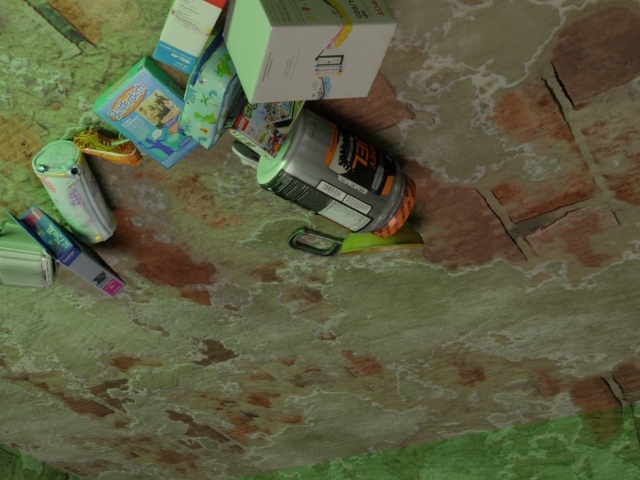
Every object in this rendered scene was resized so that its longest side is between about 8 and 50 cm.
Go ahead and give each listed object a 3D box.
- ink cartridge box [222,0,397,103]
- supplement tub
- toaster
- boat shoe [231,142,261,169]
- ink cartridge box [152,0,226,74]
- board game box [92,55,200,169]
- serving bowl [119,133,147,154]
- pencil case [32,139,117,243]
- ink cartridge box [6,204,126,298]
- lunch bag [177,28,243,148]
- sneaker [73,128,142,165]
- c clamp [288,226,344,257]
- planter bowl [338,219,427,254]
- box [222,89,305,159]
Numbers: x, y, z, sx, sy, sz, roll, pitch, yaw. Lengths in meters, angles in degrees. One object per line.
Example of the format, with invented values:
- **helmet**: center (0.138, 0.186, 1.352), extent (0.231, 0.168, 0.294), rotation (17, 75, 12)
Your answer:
- **ink cartridge box**: center (-0.023, -0.358, 1.199), extent (0.232, 0.171, 0.168), rotation (-9, 149, -25)
- **supplement tub**: center (0.039, -0.137, 1.511), extent (0.316, 0.194, 0.193), rotation (26, 137, -24)
- **toaster**: center (-0.786, 0.037, 1.876), extent (0.146, 0.129, 0.227), rotation (8, 139, -10)
- **boat shoe**: center (-0.166, -0.187, 1.599), extent (0.100, 0.035, 0.035), rotation (26, 135, -33)
- **ink cartridge box**: center (-0.211, -0.425, 1.227), extent (0.078, 0.134, 0.231), rotation (22, 139, -19)
- **board game box**: center (-0.347, -0.266, 1.487), extent (0.160, 0.047, 0.210), rotation (-32, 130, 22)
- **serving bowl**: center (-0.409, -0.232, 1.574), extent (0.083, 0.027, 0.083), rotation (3, 142, 3)
- **pencil case**: center (-0.580, -0.112, 1.673), extent (0.124, 0.113, 0.273), rotation (19, 146, 19)
- **ink cartridge box**: center (-0.630, 0.023, 1.755), extent (0.185, 0.065, 0.311), rotation (38, 172, 28)
- **lunch bag**: center (-0.193, -0.296, 1.347), extent (0.090, 0.176, 0.219), rotation (30, 148, -2)
- **sneaker**: center (-0.480, -0.201, 1.564), extent (0.175, 0.064, 0.067), rotation (20, 154, 21)
- **c clamp**: center (0.000, 0.000, 1.825), extent (0.160, 0.022, 0.137), rotation (12, 146, -11)
- **planter bowl**: center (0.145, -0.021, 1.694), extent (0.217, 0.090, 0.217), rotation (-6, 175, 0)
- **box**: center (-0.092, -0.274, 1.355), extent (0.114, 0.207, 0.036), rotation (34, 165, -32)
